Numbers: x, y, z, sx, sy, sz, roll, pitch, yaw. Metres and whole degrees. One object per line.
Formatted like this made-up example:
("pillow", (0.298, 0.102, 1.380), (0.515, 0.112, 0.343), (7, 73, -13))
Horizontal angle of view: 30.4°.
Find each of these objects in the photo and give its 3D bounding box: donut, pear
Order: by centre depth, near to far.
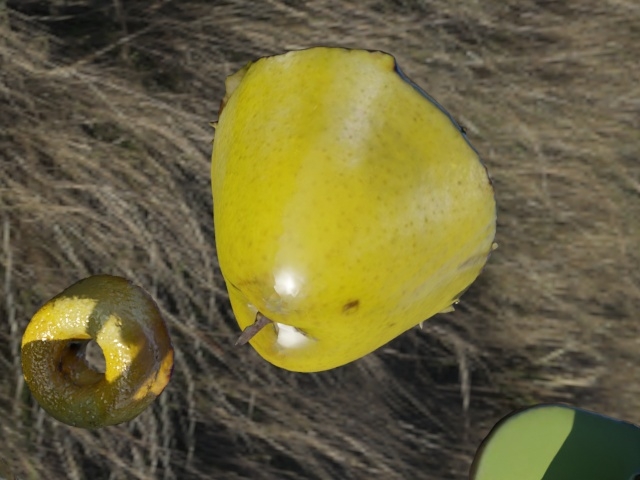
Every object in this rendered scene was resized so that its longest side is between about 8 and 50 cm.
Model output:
("pear", (0.001, 0.002, 0.879), (0.267, 0.267, 0.178), (69, 28, -26))
("donut", (-0.212, 0.107, 1.092), (0.058, 0.152, 0.152), (-23, 110, -63))

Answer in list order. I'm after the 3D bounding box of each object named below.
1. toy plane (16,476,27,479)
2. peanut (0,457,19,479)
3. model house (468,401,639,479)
("toy plane", (-0.395, 0.350, 1.317), (0.182, 0.107, 0.273), (-15, 144, -35))
("peanut", (-0.277, 0.248, 1.020), (0.083, 0.093, 0.194), (-45, 128, -15))
("model house", (0.176, 0.175, 0.434), (0.205, 0.279, 0.218), (17, 76, -10))
